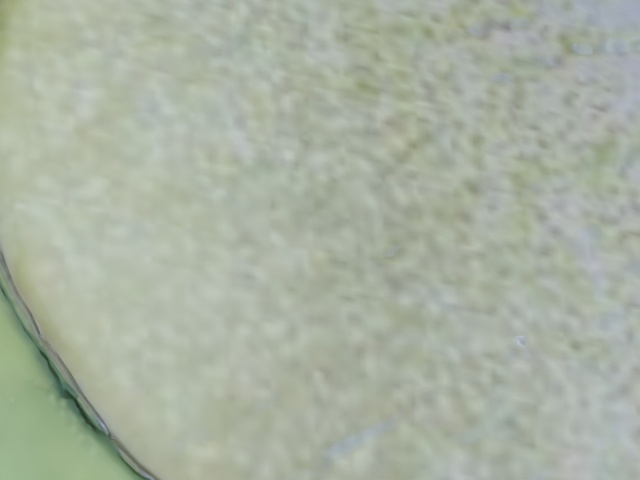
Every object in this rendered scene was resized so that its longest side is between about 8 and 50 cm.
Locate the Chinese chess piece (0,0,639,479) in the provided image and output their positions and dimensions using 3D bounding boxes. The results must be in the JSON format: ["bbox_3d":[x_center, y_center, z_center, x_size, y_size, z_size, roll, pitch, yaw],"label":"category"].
[{"bbox_3d":[0.000,0.000,0.591,0.270,0.270,0.112,60,-33,7],"label":"Chinese chess piece"}]
